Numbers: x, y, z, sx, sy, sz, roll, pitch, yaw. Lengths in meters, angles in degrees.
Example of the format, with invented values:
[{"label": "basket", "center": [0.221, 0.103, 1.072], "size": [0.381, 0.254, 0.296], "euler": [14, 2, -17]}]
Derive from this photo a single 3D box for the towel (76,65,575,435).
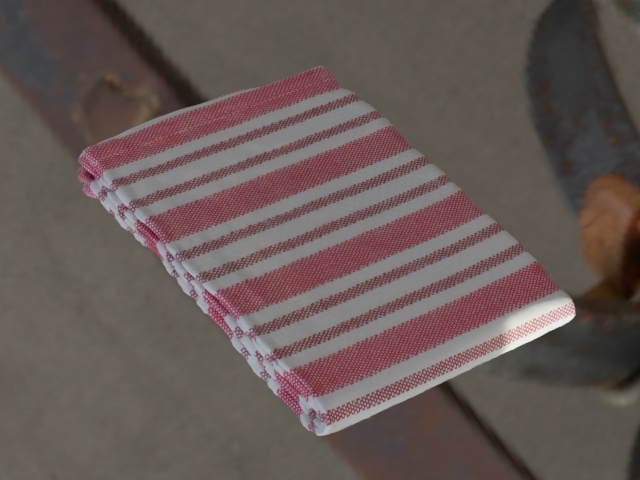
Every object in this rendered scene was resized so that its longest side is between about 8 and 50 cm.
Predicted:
[{"label": "towel", "center": [0.000, 0.000, 0.884], "size": [0.197, 0.144, 0.029], "euler": [45, 142, 32]}]
